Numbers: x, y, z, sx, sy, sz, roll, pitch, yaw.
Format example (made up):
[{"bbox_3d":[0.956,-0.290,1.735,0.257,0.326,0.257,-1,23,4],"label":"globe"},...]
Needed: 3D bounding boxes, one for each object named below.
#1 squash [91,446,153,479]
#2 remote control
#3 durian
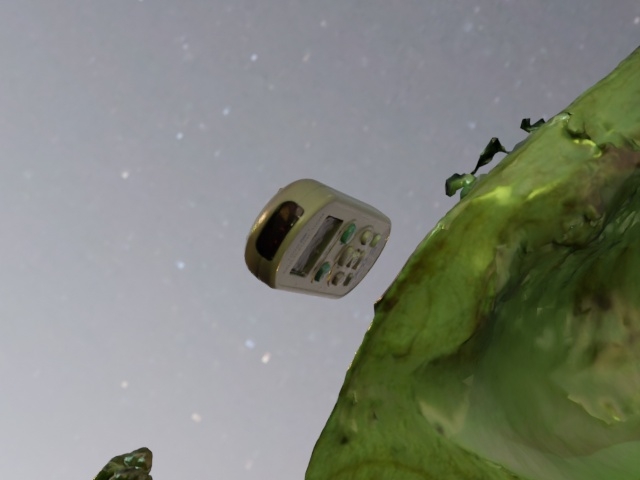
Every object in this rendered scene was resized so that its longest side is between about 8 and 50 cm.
[{"bbox_3d":[-0.129,0.204,0.729,0.090,0.200,0.075,-1,-35,32],"label":"squash"},{"bbox_3d":[0.000,0.000,1.000,0.042,0.078,0.221,37,6,17],"label":"remote control"},{"bbox_3d":[0.133,-0.012,0.579,0.198,0.394,0.163,47,-16,-23],"label":"durian"}]
